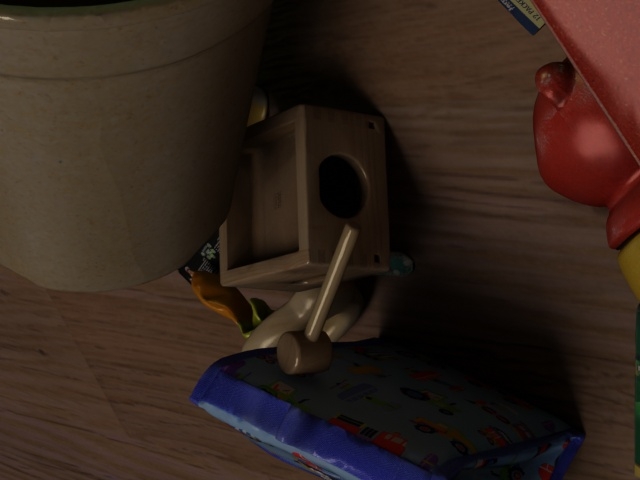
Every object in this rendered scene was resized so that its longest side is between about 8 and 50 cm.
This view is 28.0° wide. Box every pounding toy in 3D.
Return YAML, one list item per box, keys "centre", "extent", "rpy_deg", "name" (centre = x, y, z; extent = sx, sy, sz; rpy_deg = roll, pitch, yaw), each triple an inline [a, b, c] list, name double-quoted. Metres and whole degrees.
- centre: [0.006, 0.004, 1.018]
  extent: [0.181, 0.094, 0.206]
  rpy_deg: [-16, 73, 52]
  name: "pounding toy"

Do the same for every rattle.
- centre: [-0.019, 0.029, 1.166]
  extent: [0.200, 0.130, 0.143]
  rpy_deg: [-59, 44, 44]
  name: "rattle"

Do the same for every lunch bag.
- centre: [0.051, 0.157, 1.036]
  extent: [0.221, 0.138, 0.293]
  rpy_deg: [22, 179, 31]
  name: "lunch bag"

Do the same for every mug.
- centre: [-0.090, -0.113, 1.116]
  extent: [0.064, 0.062, 0.078]
  rpy_deg: [35, 138, 30]
  name: "mug"

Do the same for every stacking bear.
- centre: [0.245, -0.006, 0.788]
  extent: [0.289, 0.175, 0.164]
  rpy_deg: [50, 141, 10]
  name: "stacking bear"

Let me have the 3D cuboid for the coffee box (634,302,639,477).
- centre: [0.292, 0.125, 0.959]
  extent: [0.113, 0.040, 0.184]
  rpy_deg: [21, 138, 32]
  name: "coffee box"

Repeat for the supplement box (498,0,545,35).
- centre: [0.149, -0.183, 0.768]
  extent: [0.056, 0.083, 0.083]
  rpy_deg: [45, 146, 2]
  name: "supplement box"

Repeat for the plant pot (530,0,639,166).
- centre: [0.288, -0.115, 0.560]
  extent: [0.235, 0.267, 0.267]
  rpy_deg: [-27, 104, 40]
  name: "plant pot"

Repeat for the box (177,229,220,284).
- centre: [-0.132, -0.053, 1.233]
  extent: [0.184, 0.045, 0.191]
  rpy_deg: [42, 145, 2]
  name: "box"

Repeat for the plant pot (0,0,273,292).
- centre: [-0.170, -0.141, 0.928]
  extent: [0.333, 0.334, 0.305]
  rpy_deg: [31, 142, 22]
  name: "plant pot"
